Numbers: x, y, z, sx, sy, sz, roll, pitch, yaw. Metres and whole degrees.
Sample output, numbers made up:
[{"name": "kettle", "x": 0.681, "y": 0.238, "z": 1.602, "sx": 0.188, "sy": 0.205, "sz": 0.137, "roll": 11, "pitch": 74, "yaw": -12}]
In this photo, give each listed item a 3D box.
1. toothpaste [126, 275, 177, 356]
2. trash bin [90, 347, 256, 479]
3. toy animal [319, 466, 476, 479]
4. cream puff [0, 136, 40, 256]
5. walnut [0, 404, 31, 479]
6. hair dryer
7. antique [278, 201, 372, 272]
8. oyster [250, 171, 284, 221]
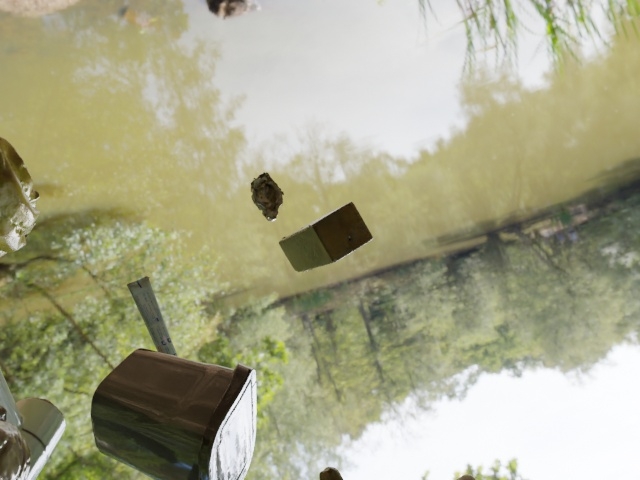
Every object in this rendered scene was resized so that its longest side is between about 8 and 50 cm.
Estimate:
[{"name": "toothpaste", "x": -0.337, "y": 0.182, "z": 1.376, "sx": 0.052, "sy": 0.218, "sz": 0.033, "roll": -24, "pitch": -177, "yaw": -38}, {"name": "trash bin", "x": -0.250, "y": 0.319, "z": 1.177, "sx": 0.250, "sy": 0.219, "sz": 0.219, "roll": 13, "pitch": -150, "yaw": 18}, {"name": "toy animal", "x": 0.067, "y": 0.451, "z": 0.988, "sx": 0.363, "sy": 0.181, "sz": 0.180, "roll": -7, "pitch": -164, "yaw": -38}, {"name": "cream puff", "x": -0.771, "y": -0.108, "z": 1.478, "sx": 0.291, "sy": 0.324, "sz": 0.257, "roll": -58, "pitch": 173, "yaw": 0}, {"name": "walnut", "x": -0.448, "y": 0.282, "z": 0.751, "sx": 0.230, "sy": 0.178, "sz": 0.178, "roll": -38, "pitch": -174, "yaw": -33}, {"name": "hair dryer", "x": -0.646, "y": 0.331, "z": 1.328, "sx": 0.128, "sy": 0.362, "sz": 0.203, "roll": -5, "pitch": -153, "yaw": 9}, {"name": "antique", "x": 0.000, "y": 0.000, "z": 1.361, "sx": 0.093, "sy": 0.087, "sz": 0.310, "roll": -31, "pitch": -178, "yaw": -17}, {"name": "oyster", "x": -0.146, "y": -0.120, "z": 1.738, "sx": 0.051, "sy": 0.103, "sz": 0.148, "roll": -32, "pitch": -152, "yaw": 39}]
